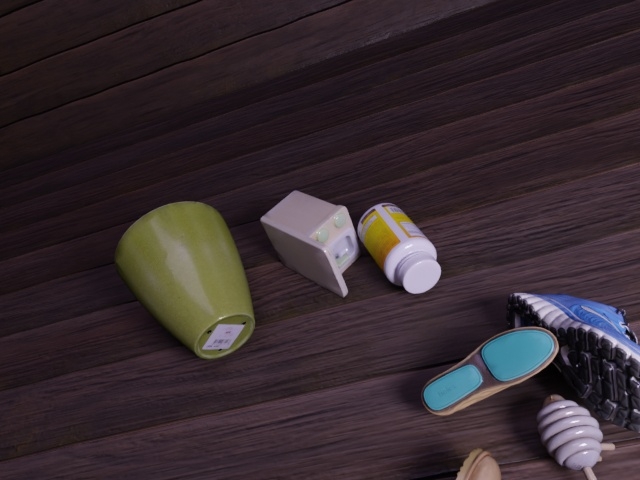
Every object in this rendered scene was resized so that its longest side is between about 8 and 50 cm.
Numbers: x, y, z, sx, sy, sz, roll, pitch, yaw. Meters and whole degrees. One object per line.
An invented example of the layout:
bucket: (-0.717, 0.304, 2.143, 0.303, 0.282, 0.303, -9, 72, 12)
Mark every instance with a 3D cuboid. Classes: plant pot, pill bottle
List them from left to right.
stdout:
plant pot: (-0.271, 0.109, 1.152, 0.275, 0.274, 0.293, -33, 55, -11)
pill bottle: (0.169, 0.017, 1.111, 0.117, 0.117, 0.215, -26, 38, -3)

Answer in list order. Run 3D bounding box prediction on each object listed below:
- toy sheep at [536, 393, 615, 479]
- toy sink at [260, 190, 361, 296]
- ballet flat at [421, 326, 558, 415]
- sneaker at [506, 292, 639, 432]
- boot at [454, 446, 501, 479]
toy sheep: (0.357, 0.277, 0.736, 0.091, 0.091, 0.132, -20, 38, 5)
toy sink: (0.000, 0.000, 1.191, 0.131, 0.152, 0.234, -42, 40, -22)
ballet flat: (0.269, 0.207, 0.828, 0.232, 0.073, 0.080, -32, 57, 20)
sneaker: (0.427, 0.154, 0.777, 0.147, 0.129, 0.330, -10, 21, -11)
boot: (0.279, 0.411, 0.625, 0.270, 0.089, 0.236, 9, 59, 35)
